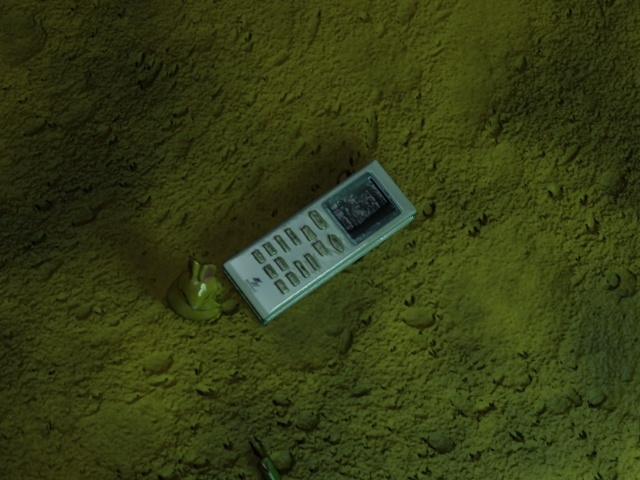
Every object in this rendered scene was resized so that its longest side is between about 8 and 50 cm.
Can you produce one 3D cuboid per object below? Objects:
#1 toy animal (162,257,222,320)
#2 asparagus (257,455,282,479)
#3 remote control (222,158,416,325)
[{"bbox_3d":[-0.175,0.064,1.649,0.083,0.159,0.070,-1,73,-9],"label":"toy animal"},{"bbox_3d":[-0.024,0.406,1.616,0.025,0.024,0.248,-37,73,31],"label":"asparagus"},{"bbox_3d":[0.000,0.000,1.732,0.277,0.055,0.103,-35,77,-12],"label":"remote control"}]
